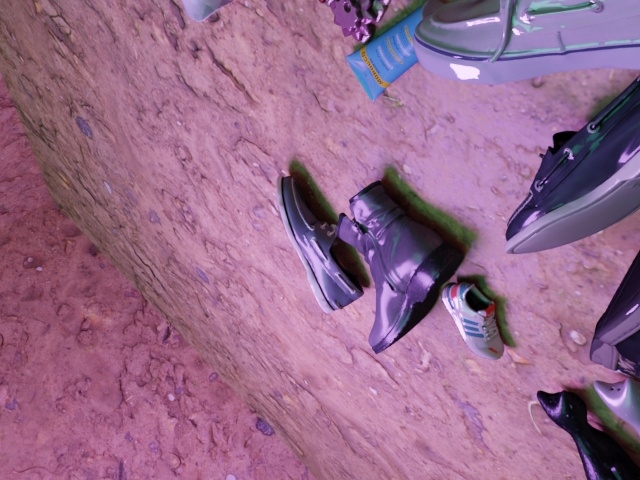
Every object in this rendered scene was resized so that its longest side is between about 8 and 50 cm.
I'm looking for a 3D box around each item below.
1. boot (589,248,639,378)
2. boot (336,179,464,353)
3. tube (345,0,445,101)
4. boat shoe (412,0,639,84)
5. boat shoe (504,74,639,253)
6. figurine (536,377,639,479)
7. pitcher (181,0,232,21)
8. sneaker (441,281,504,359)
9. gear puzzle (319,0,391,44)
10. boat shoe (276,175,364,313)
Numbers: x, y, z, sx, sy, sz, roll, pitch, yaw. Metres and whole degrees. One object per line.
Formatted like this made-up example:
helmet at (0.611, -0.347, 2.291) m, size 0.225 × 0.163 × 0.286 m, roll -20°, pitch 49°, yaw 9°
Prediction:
boot at (0.441, 0.128, 0.586) m, size 0.284 × 0.138 × 0.377 m, roll 30°, pitch 170°, yaw 28°
boot at (0.118, 0.053, 1.087) m, size 0.222 × 0.118 × 0.338 m, roll 44°, pitch 139°, yaw 20°
tube at (0.105, -0.266, 0.808) m, size 0.080 × 0.052 × 0.207 m, roll 61°, pitch 155°, yaw -6°
boat shoe at (0.234, -0.243, 0.533) m, size 0.367 × 0.136 × 0.156 m, roll 16°, pitch 146°, yaw 42°
boat shoe at (0.311, -0.088, 0.651) m, size 0.340 × 0.127 × 0.113 m, roll 115°, pitch 145°, yaw -64°
figurine at (0.466, 0.306, 0.887) m, size 0.209 × 0.092 × 0.215 m, roll 53°, pitch 150°, yaw 6°
pitcher at (-0.254, -0.499, 0.994) m, size 0.177 × 0.125 × 0.207 m, roll 36°, pitch 161°, yaw 54°
sneaker at (0.277, 0.140, 0.989) m, size 0.161 × 0.057 × 0.075 m, roll 57°, pitch 156°, yaw -3°
gear puzzle at (-0.026, -0.440, 0.797) m, size 0.339 × 0.044 × 0.175 m, roll 49°, pitch 150°, yaw 6°
boat shoe at (0.000, 0.000, 1.220) m, size 0.099 × 0.116 × 0.320 m, roll -19°, pitch 104°, yaw 14°
